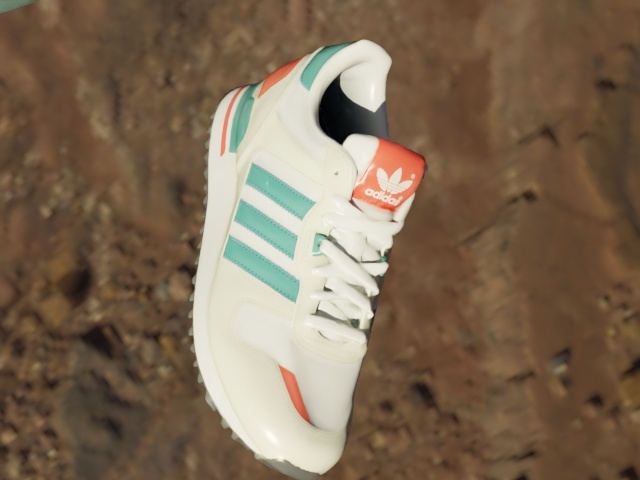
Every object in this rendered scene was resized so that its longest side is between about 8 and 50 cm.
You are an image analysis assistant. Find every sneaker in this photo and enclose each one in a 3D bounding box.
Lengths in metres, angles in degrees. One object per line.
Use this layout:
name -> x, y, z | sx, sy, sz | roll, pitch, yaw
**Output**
sneaker -> 0.000, 0.000, 0.661 | 0.057, 0.075, 0.161 | 26, 49, -36

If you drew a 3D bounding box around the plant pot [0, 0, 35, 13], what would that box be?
plant pot -> -0.207, -0.280, 0.981 | 0.341, 0.334, 0.341 | 1, 78, -5
